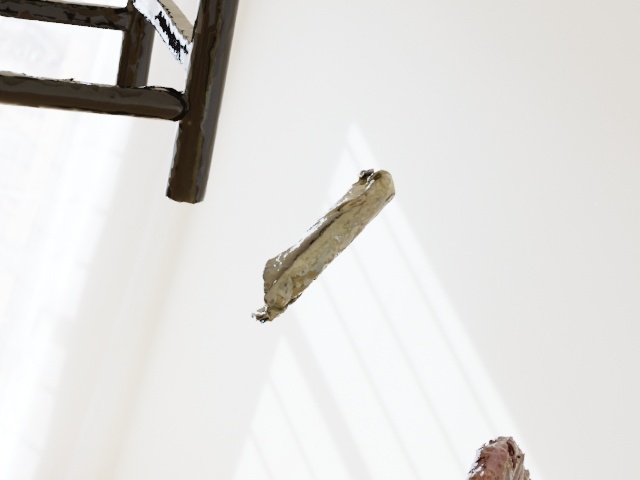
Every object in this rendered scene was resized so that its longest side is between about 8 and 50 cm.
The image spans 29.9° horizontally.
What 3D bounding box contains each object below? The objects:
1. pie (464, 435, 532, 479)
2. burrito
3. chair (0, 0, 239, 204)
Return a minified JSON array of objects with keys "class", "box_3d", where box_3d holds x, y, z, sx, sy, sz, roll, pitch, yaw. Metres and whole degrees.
[{"class":"pie","box_3d":[0.129,0.222,0.916,0.036,0.154,0.154,10,1,23]},{"class":"burrito","box_3d":[0.001,0.002,1.019,0.042,0.171,0.051,48,-16,-5]},{"class":"chair","box_3d":[-0.087,-0.158,0.338,0.154,0.260,0.141,4,21,-20]}]
